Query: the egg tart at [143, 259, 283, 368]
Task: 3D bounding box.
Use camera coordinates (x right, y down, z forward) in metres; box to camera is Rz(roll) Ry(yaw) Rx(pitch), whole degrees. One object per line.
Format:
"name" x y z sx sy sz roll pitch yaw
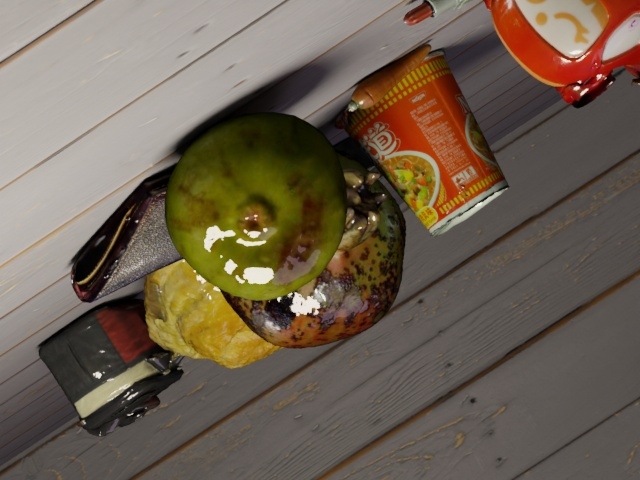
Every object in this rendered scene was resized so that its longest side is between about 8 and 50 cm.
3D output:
"egg tart" -0.114 0.077 2.138 0.351 0.153 0.339 -28 152 3

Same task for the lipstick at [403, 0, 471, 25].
"lipstick" 0.141 -0.269 1.537 0.129 0.030 0.030 -31 175 -20

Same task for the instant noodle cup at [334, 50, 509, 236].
"instant noodle cup" 0.150 -0.125 1.934 0.193 0.212 0.193 -32 175 -3

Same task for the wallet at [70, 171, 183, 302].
"wallet" -0.176 -0.033 1.698 0.221 0.071 0.262 -23 167 -38

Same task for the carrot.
"carrot" 0.088 -0.209 1.786 0.142 0.035 0.035 -39 177 -19

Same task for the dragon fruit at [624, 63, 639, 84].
"dragon fruit" 0.546 -0.363 2.117 0.250 0.250 0.315 -36 -169 28

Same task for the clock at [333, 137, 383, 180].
"clock" -0.007 -0.079 2.274 0.312 0.061 0.312 -32 175 -3

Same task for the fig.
"fig" -0.068 -0.046 1.533 0.203 0.203 0.225 -34 -164 10

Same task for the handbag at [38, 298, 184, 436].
"handbag" -0.328 0.204 2.285 0.181 0.181 0.254 -34 176 10

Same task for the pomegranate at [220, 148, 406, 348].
"pomegranate" 0.000 0.000 1.865 0.285 0.285 0.341 -31 175 -21

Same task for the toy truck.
"toy truck" 0.325 -0.302 1.551 0.265 0.189 0.239 -35 167 -13
